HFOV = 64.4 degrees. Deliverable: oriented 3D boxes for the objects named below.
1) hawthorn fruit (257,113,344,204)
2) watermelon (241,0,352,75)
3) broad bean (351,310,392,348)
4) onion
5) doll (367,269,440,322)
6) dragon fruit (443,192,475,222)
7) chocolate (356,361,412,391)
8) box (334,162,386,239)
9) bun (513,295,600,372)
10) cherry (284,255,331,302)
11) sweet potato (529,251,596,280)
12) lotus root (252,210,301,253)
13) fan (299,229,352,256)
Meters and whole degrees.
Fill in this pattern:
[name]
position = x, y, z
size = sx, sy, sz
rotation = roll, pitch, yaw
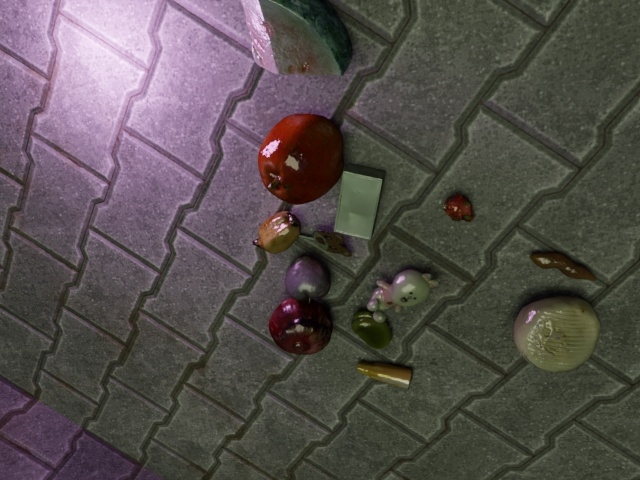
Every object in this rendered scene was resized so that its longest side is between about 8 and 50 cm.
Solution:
[hawthorn fruit]
position = -0.069, -0.248, 1.589
size = 0.275, 0.300, 0.275
rotation = 25, 141, 22
[watermelon]
position = -0.097, -0.597, 1.460
size = 0.387, 0.228, 0.258
rotation = 36, 130, -14
[broad bean]
position = 0.194, 0.333, 1.919
size = 0.174, 0.082, 0.124
rotation = 36, 121, -15
[onion]
position = -0.073, 0.334, 1.931
size = 0.246, 0.190, 0.246
rotation = 1, 130, 1
[doll]
position = 0.285, 0.178, 1.796
size = 0.275, 0.113, 0.155
rotation = -33, 112, 21
[dragon fruit]
position = 0.447, -0.097, 1.620
size = 0.116, 0.086, 0.081
rotation = 34, 83, -11
[chocolate]
position = 0.251, 0.519, 1.998
size = 0.219, 0.085, 0.086
rotation = 12, 119, 15
[box]
position = 0.131, -0.128, 1.693
size = 0.129, 0.086, 0.225
rotation = 14, 119, 9
[bun]
position = 0.771, 0.298, 1.678
size = 0.272, 0.168, 0.273
rotation = 2, 107, 6
[cherry]
position = -0.051, 0.141, 1.857
size = 0.176, 0.140, 0.176
rotation = 0, 91, 16
[sweet potato]
position = 0.780, 0.079, 1.625
size = 0.218, 0.051, 0.065
rotation = 19, 116, 6
[lotus root]
position = -0.157, -0.022, 1.817
size = 0.118, 0.125, 0.221
rotation = 18, 137, -41
[fan]
position = 0.000, 0.000, 1.811
size = 0.226, 0.008, 0.152
rotation = 12, 151, 27
